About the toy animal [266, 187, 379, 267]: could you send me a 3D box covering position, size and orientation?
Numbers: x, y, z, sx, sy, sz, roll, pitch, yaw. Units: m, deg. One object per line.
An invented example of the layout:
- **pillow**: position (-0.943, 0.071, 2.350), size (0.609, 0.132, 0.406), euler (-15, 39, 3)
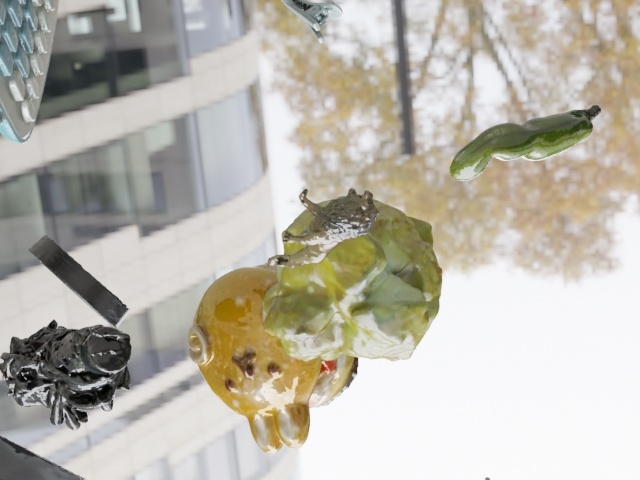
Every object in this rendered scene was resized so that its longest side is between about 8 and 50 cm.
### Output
- **toy animal**: position (-0.016, -0.008, 1.738), size (0.220, 0.086, 0.069), euler (-31, -149, 51)

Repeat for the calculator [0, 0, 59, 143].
- **calculator**: position (-0.345, -0.295, 1.556), size (0.054, 0.256, 0.386), euler (-2, -118, 3)

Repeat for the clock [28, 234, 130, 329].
- **clock**: position (-0.371, 0.063, 2.137), size (0.040, 0.184, 0.184), euler (-48, -150, -8)

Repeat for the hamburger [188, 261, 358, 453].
- **hamburger**: position (-0.083, 0.188, 2.272), size (0.261, 0.303, 0.186), euler (-7, -174, 31)

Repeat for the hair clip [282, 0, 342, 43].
- **hair clip**: position (-0.019, -0.257, 1.479), size (0.039, 0.030, 0.115), euler (-34, -128, -12)

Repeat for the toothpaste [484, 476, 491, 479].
- **toothpaste**: position (0.259, 0.383, 2.038), size (0.019, 0.027, 0.083), euler (12, -144, -28)

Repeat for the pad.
- **pad**: position (-0.398, 0.385, 2.236), size (0.315, 0.375, 0.063), euler (-36, -151, 53)

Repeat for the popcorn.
- **popcorn**: position (0.049, 0.073, 2.049), size (0.276, 0.276, 0.225), euler (4, -172, 25)

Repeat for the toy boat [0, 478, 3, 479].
- **toy boat**: position (-0.524, 0.520, 2.190), size (0.121, 0.321, 0.089), euler (-17, -156, -15)

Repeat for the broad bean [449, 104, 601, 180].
- **broad bean**: position (0.241, -0.114, 1.584), size (0.213, 0.048, 0.070), euler (-18, 160, -25)

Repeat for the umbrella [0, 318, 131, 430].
- **umbrella**: position (-0.291, 0.166, 1.704), size (0.154, 0.128, 0.336), euler (30, 160, -27)
